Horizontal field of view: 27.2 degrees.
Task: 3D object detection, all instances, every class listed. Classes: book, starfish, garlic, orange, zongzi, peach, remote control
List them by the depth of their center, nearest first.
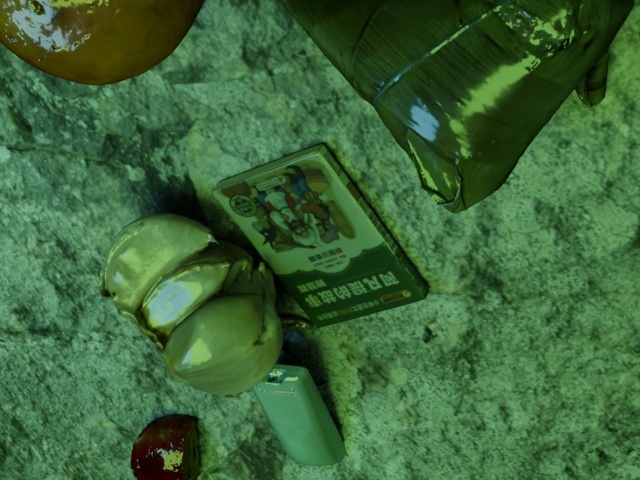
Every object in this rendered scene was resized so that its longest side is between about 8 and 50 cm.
[{"bbox_3d":[0.133,-0.263,1.445,0.360,0.160,0.323,48,123,18],"label":"zongzi"},{"bbox_3d":[0.280,-0.192,1.478,0.083,0.040,0.076,23,144,25],"label":"zongzi"},{"bbox_3d":[-0.272,-0.319,1.524,0.284,0.226,0.284,10,131,12],"label":"orange"},{"bbox_3d":[0.000,0.000,1.809,0.202,0.027,0.264,-18,119,38],"label":"book"},{"bbox_3d":[-0.160,0.081,1.873,0.203,0.185,0.281,-40,81,14],"label":"garlic"},{"bbox_3d":[-0.102,0.170,2.002,0.238,0.057,0.213,27,127,-5],"label":"starfish"},{"bbox_3d":[-0.039,0.271,2.018,0.103,0.051,0.293,4,145,18],"label":"remote control"},{"bbox_3d":[-0.259,0.370,2.241,0.127,0.092,0.172,35,139,-1],"label":"peach"}]
